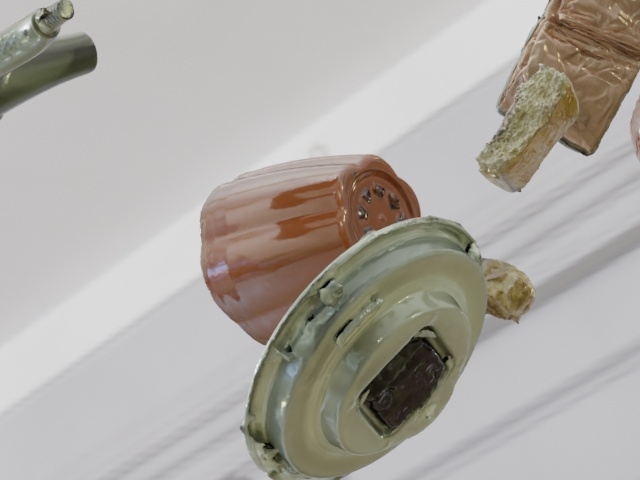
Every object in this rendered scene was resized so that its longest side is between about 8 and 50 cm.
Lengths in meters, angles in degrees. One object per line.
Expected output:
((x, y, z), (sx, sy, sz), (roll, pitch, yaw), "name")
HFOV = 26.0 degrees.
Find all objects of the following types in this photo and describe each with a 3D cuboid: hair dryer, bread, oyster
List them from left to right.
((-0.251, -0.163, 1.207), (0.225, 0.088, 0.219), (-23, 3, 25), "hair dryer")
((0.098, 0.071, 1.664), (0.294, 0.094, 0.166), (-11, 12, -10), "oyster")
((0.140, -0.073, 0.933), (0.083, 0.035, 0.070), (-57, -21, 2), "bread")

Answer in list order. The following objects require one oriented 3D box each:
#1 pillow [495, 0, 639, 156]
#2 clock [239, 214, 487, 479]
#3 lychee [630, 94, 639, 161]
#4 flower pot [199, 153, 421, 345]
((0.289, -0.214, 1.486), (0.232, 0.126, 0.043), (-63, -2, -4), "pillow")
((0.047, 0.093, 1.019), (0.236, 0.053, 0.236), (-29, -43, -31), "clock")
((0.288, -0.084, 1.039), (0.101, 0.140, 0.114), (-3, -71, -3), "lychee")
((0.000, 0.000, 1.385), (0.190, 0.190, 0.173), (11, -21, -43), "flower pot")
